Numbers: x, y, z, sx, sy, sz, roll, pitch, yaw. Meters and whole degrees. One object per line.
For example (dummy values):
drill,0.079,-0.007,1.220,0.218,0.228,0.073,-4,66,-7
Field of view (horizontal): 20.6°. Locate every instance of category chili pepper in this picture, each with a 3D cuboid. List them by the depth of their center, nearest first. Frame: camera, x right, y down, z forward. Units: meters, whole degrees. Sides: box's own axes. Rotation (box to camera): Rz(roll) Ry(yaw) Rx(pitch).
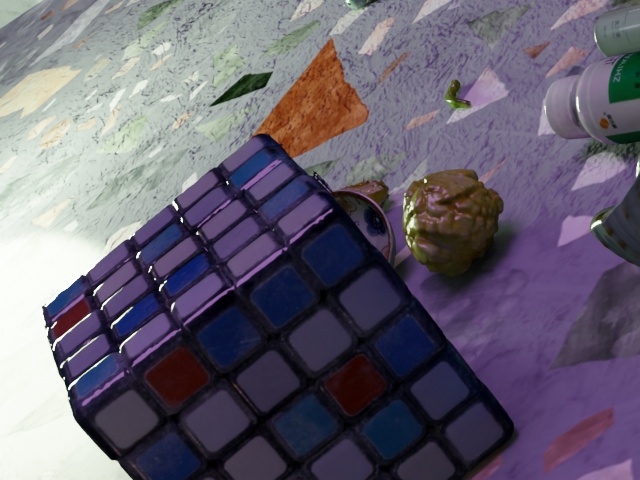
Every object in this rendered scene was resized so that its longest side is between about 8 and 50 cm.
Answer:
chili pepper,0.169,-0.181,2.183,0.030,0.017,0.083,-31,23,14

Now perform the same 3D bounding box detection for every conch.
conch,0.334,-0.040,1.532,0.172,0.131,0.200,-58,-15,23

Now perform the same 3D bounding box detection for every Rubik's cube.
Rubik's cube,-0.050,0.118,1.601,0.293,0.287,0.292,-40,22,-4

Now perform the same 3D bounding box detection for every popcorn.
popcorn,0.138,-0.019,1.829,0.106,0.116,0.120,-12,-23,-8

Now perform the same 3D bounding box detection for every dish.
dish,0.034,0.021,1.952,0.141,0.078,0.141,-10,70,28

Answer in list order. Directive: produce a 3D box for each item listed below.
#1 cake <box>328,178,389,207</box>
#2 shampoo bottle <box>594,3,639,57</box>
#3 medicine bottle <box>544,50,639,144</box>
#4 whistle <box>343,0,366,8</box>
cake,0.002,0.001,2.072,0.185,0.116,0.080,-13,17,-25
shampoo bottle,0.388,-0.241,1.917,0.195,0.056,0.056,-10,36,51
medicine bottle,0.340,-0.148,1.766,0.260,0.095,0.095,-8,38,51
whistle,0.076,-0.382,2.676,0.100,0.035,0.035,-25,26,27
